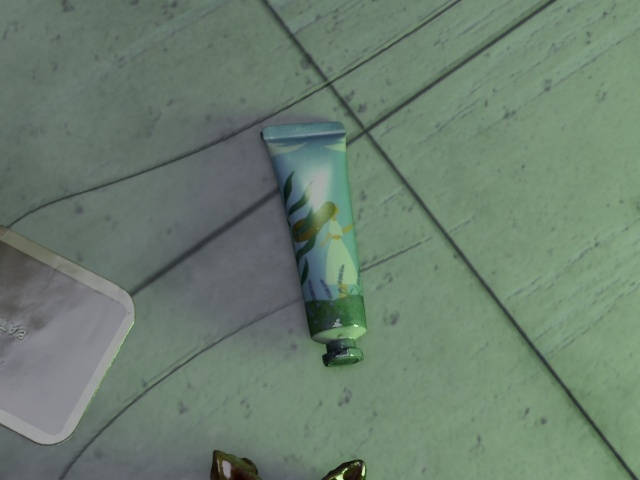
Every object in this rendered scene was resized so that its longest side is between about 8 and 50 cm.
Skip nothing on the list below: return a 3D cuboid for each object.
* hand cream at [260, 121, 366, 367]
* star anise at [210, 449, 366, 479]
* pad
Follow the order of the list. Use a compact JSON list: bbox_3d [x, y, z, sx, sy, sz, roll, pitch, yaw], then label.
[{"bbox_3d":[0.000,0.000,1.588,0.088,0.055,0.256,-7,70,-8],"label":"hand cream"},{"bbox_3d":[-0.031,0.289,1.492,0.220,0.099,0.214,40,64,12],"label":"star anise"},{"bbox_3d":[-0.329,0.075,1.575,0.266,0.002,0.176,26,77,4],"label":"pad"}]
